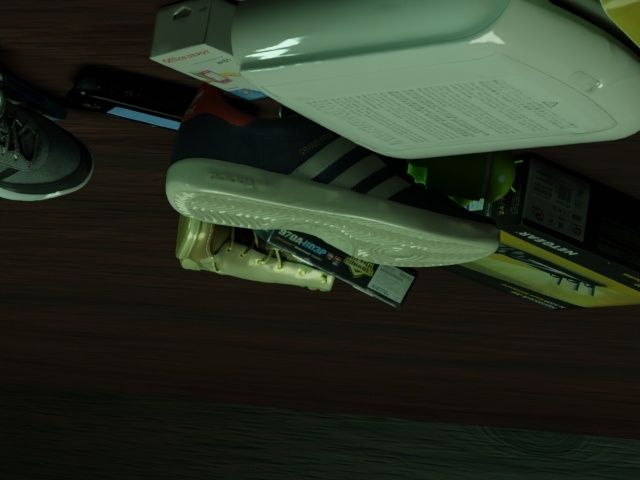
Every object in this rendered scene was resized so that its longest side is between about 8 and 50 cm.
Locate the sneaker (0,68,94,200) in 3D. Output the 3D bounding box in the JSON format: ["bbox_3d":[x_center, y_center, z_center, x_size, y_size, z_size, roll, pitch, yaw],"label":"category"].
[{"bbox_3d":[-0.340,-0.115,1.997,0.268,0.101,0.153,20,165,-29],"label":"sneaker"}]

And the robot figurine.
[{"bbox_3d":[0.149,-0.076,1.964,0.115,0.067,0.101,10,136,3],"label":"robot figurine"}]

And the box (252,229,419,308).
[{"bbox_3d":[0.000,0.000,2.177,0.175,0.051,0.220,28,-177,-17],"label":"box"}]

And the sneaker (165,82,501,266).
[{"bbox_3d":[0.024,-0.074,1.895,0.350,0.148,0.131,15,159,-21],"label":"sneaker"}]

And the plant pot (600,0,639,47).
[{"bbox_3d":[0.278,-0.211,1.098,0.187,0.212,0.212,-13,157,27],"label":"plant pot"}]

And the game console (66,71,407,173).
[{"bbox_3d":[-0.095,-0.112,2.040,0.361,0.044,0.213,14,165,-15],"label":"game console"}]

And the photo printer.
[{"bbox_3d":[0.118,-0.155,1.590,0.307,0.107,0.256,-4,161,41],"label":"photo printer"}]

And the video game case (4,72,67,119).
[{"bbox_3d":[-0.371,-0.164,2.072,0.119,0.015,0.166,0,163,31],"label":"video game case"}]

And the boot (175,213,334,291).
[{"bbox_3d":[-0.075,0.002,2.365,0.203,0.095,0.262,10,168,1],"label":"boot"}]

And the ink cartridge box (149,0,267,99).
[{"bbox_3d":[-0.083,-0.176,1.755,0.122,0.052,0.088,22,162,-36],"label":"ink cartridge box"}]

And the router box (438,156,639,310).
[{"bbox_3d":[0.251,-0.001,2.166,0.309,0.081,0.243,20,163,-36],"label":"router box"}]
